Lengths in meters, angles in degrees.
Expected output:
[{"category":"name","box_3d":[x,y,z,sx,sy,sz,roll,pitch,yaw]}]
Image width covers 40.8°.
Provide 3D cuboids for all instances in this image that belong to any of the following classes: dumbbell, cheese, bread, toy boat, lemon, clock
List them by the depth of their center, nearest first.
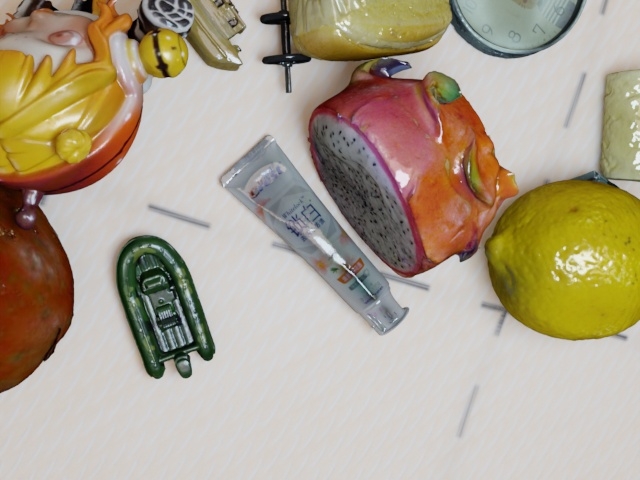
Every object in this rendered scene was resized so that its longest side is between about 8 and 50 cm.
[{"category":"bread","box_3d":[0.072,-0.297,1.150,0.236,0.140,0.106,-15,102,-34]},{"category":"toy boat","box_3d":[-0.165,-0.319,1.163,0.077,0.057,0.200,-40,101,-10]},{"category":"dumbbell","box_3d":[-0.048,-0.277,1.183,0.069,0.069,0.147,-5,97,-11]},{"category":"toy boat","box_3d":[-0.220,0.092,1.196,0.104,0.052,0.210,-18,100,-7]},{"category":"lemon","box_3d":[0.354,0.028,1.218,0.253,0.228,0.228,-5,97,-1]},{"category":"clock","box_3d":[0.284,-0.380,1.250,0.226,0.049,0.226,-1,97,-12]},{"category":"cheese","box_3d":[0.485,-0.169,1.287,0.123,0.094,0.167,4,94,0]}]

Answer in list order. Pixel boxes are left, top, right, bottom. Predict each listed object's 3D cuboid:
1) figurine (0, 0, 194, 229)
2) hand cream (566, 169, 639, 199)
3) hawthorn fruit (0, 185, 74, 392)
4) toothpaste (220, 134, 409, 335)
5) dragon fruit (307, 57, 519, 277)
[{"category":"figurine","box_3d":[-0.304,-0.178,1.018,0.320,0.323,0.196,1,130,19]},{"category":"hand cream","box_3d":[0.477,-0.023,1.317,0.248,0.052,0.075,33,131,-17]},{"category":"hawthorn fruit","box_3d":[-0.451,0.057,1.021,0.316,0.316,0.316,-1,96,-11]},{"category":"toothpaste","box_3d":[0.000,0.000,1.229,0.100,0.066,0.323,-43,97,-5]},{"category":"dragon fruit","box_3d":[0.127,-0.105,1.134,0.189,0.290,0.291,-35,101,-12]}]
